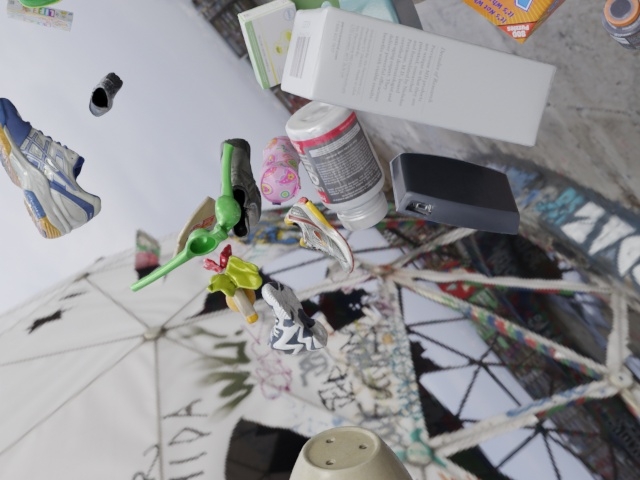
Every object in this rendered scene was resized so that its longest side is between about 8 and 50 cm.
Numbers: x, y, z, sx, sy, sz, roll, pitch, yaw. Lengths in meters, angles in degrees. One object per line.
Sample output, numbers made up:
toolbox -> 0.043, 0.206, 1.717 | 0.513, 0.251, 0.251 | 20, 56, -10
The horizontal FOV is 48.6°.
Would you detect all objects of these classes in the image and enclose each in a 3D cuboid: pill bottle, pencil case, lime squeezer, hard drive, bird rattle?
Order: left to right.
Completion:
lime squeezer -> -0.205, -0.029, 1.211 | 0.110, 0.310, 0.059 | 27, 166, 15
bird rattle -> -0.240, 0.132, 1.922 | 0.207, 0.143, 0.253 | 63, 164, -11
pencil case -> -0.113, -0.206, 2.043 | 0.124, 0.124, 0.284 | 48, -165, -22
pill bottle -> 0.055, -0.186, 1.768 | 0.318, 0.176, 0.176 | 62, 176, -29
hard drive -> 0.272, -0.100, 1.424 | 0.254, 0.054, 0.172 | 10, -137, -11
pill bottle -> 0.867, -0.621, 1.984 | 0.130, 0.130, 0.245 | 50, -154, 23

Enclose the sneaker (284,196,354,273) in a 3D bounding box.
sneaker -> 0.000, 0.000, 1.785 | 0.225, 0.093, 0.088 | 47, 173, 8

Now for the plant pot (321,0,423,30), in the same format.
plant pot -> 0.116, -0.536, 1.779 | 0.247, 0.248, 0.252 | -55, -47, -58

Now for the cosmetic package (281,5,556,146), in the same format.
cosmetic package -> 0.177, -0.308, 1.341 | 0.453, 0.161, 0.230 | 9, -167, -19

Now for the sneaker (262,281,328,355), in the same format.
sneaker -> -0.107, 0.219, 1.852 | 0.235, 0.153, 0.094 | 44, -149, -28

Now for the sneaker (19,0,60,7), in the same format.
sneaker -> -0.515, -0.585, 1.442 | 0.109, 0.295, 0.123 | 59, -168, -4

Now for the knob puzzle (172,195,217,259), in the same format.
knob puzzle -> -0.324, -0.034, 1.837 | 0.030, 0.213, 0.213 | 30, 178, 12

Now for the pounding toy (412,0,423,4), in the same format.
pounding toy -> 0.291, -0.848, 2.180 | 0.237, 0.183, 0.110 | 93, 158, -66

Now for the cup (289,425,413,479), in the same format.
cup -> 0.062, 0.537, 1.495 | 0.331, 0.331, 0.237 | -122, 22, -74

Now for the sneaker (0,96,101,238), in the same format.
sneaker -> -0.519, -0.147, 1.333 | 0.296, 0.131, 0.112 | 60, 154, 5

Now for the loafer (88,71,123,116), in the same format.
loafer -> -0.672, -0.437, 2.170 | 0.076, 0.078, 0.223 | 45, 145, -11

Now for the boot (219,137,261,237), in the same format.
boot -> -0.162, -0.065, 1.393 | 0.246, 0.083, 0.161 | 86, 178, -52

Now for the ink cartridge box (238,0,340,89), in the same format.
ink cartridge box -> -0.049, -0.458, 1.572 | 0.056, 0.235, 0.171 | -122, 12, -46

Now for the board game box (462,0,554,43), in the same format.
board game box -> 0.493, -0.764, 1.672 | 0.356, 0.356, 0.356 | 39, 140, 7

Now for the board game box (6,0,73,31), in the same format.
board game box -> -0.708, -0.568, 1.789 | 0.154, 0.026, 0.103 | 8, 180, -22
